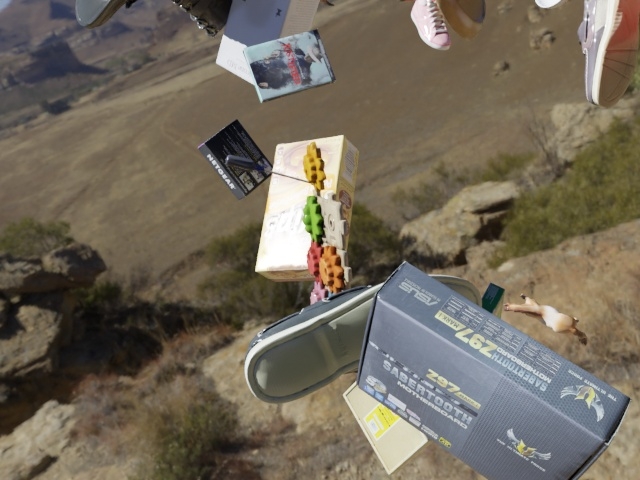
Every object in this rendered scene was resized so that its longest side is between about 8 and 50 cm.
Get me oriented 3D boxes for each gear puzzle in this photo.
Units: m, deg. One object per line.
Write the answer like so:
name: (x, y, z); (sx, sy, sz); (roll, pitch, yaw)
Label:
gear puzzle: (0.000, 0.000, 1.159); (0.044, 0.338, 0.175); (-9, 11, -17)

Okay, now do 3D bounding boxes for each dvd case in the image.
dvd case: (-0.046, -0.261, 1.002); (0.119, 0.087, 0.013); (-18, -6, -14)

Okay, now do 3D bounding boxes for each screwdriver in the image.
screwdriver: (-0.088, -0.127, 1.216); (0.170, 0.025, 0.024); (10, 29, -11)

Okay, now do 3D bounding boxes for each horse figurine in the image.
horse figurine: (0.675, 0.226, 1.981); (0.263, 0.066, 0.174); (28, 10, 15)

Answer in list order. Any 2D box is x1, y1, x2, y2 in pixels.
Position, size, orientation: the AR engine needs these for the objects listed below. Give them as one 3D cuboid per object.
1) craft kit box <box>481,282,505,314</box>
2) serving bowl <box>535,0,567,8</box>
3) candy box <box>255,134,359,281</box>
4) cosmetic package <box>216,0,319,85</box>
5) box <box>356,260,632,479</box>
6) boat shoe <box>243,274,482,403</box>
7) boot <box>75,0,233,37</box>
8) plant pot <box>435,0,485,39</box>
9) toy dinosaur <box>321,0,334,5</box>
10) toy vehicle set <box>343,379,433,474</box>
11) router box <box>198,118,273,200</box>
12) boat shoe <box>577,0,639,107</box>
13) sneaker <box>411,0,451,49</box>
craft kit box: (0.491, 0.291, 2.088); (0.061, 0.246, 0.250); (26, 69, 20)
serving bowl: (0.391, -0.417, 1.097); (0.027, 0.083, 0.083); (12, 6, -29)
candy box: (-0.026, -0.069, 1.506); (0.183, 0.087, 0.316); (-4, 67, 31)
cosmetic package: (-0.078, -0.373, 1.092); (0.117, 0.231, 0.085); (33, 29, 24)
box: (0.149, 0.147, 0.654); (0.233, 0.183, 0.059); (32, 55, 20)
boat shoe: (0.053, 0.123, 0.933); (0.340, 0.127, 0.113); (-23, 13, -11)
boot: (-0.227, -0.389, 1.060); (0.263, 0.229, 0.091); (-44, 61, 8)
plant pot: (0.283, -0.531, 1.383); (0.032, 0.236, 0.236); (-16, 21, 37)
toy dinosaur: (0.121, -0.675, 1.654); (0.296, 0.200, 0.127); (15, 45, 26)
toy vehicle set: (0.184, 0.491, 1.878); (0.166, 0.035, 0.267); (-49, 55, 25)
router box: (-0.221, -0.216, 1.797); (0.133, 0.179, 0.046); (-45, 13, -34)
boat shoe: (0.540, -0.396, 1.277); (0.103, 0.285, 0.092); (0, 8, -33)
sneaker: (0.226, -0.445, 1.343); (0.051, 0.070, 0.134); (-10, 57, -21)
